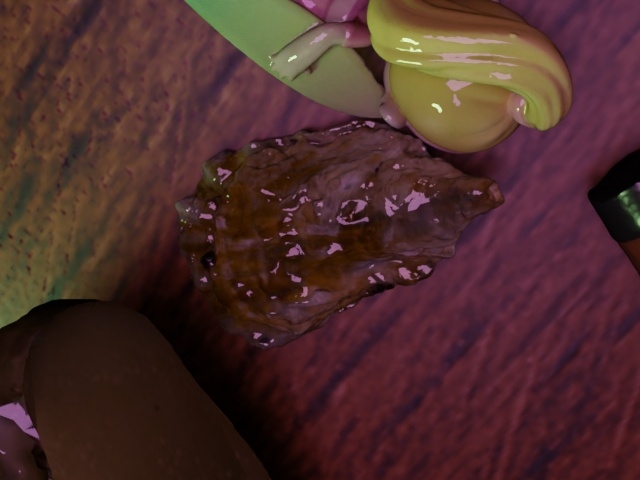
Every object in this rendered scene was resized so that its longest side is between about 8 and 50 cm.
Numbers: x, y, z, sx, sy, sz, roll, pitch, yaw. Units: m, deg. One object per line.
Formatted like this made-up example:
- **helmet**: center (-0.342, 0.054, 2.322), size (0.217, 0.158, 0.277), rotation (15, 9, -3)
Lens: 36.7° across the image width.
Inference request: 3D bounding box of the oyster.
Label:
- **oyster**: center (0.000, 0.000, 0.446), size (0.146, 0.045, 0.122), rotation (17, 121, 7)

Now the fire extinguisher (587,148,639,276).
- **fire extinguisher**: center (0.183, 0.039, 0.412), size (0.062, 0.050, 0.177), rotation (-37, 97, -21)

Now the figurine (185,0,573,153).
- **figurine**: center (0.016, -0.094, 0.397), size (0.187, 0.083, 0.083), rotation (35, 108, 8)

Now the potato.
- **potato**: center (-0.123, 0.186, 0.429), size (0.242, 0.242, 0.285), rotation (-26, 117, 16)
